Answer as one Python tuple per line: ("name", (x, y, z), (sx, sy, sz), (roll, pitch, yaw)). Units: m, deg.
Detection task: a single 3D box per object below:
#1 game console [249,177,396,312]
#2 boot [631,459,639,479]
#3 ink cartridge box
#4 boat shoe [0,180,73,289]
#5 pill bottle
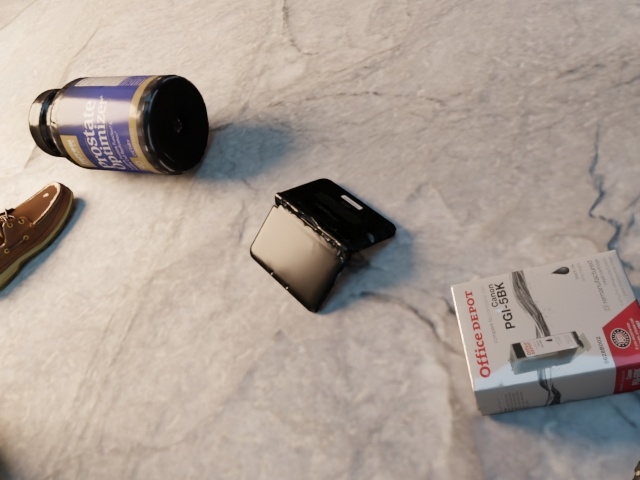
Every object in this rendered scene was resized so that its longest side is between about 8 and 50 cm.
("game console", (0.000, 0.000, 0.648), (0.107, 0.071, 0.122), (-23, 45, -33))
("boot", (0.328, 0.144, 0.337), (0.260, 0.131, 0.348), (-17, 13, 49))
("ink cartridge box", (0.181, 0.075, 0.490), (0.135, 0.056, 0.099), (-14, 54, 13))
("boat shoe", (-0.394, -0.010, 0.790), (0.064, 0.060, 0.178), (27, 70, 35))
("pill bottle", (-0.264, -0.150, 0.793), (0.219, 0.123, 0.122), (6, 60, 27))
